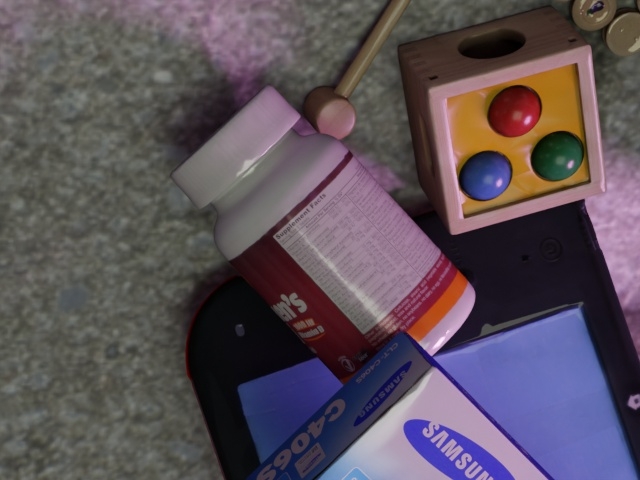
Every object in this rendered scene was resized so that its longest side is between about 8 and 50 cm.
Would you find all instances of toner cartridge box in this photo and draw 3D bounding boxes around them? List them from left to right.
[{"bbox_3d":[0.120,0.240,1.425,0.165,0.075,0.348,-45,114,2],"label":"toner cartridge box"}]

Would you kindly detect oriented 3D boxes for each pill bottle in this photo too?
[{"bbox_3d":[0.000,0.000,1.445,0.121,0.121,0.221,-42,96,9],"label":"pill bottle"}]

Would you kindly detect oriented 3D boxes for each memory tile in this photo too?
[{"bbox_3d":[0.220,-0.215,1.488,0.148,0.012,0.113,36,104,-29],"label":"memory tile"}]

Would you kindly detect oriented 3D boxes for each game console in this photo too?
[{"bbox_3d":[0.101,0.175,1.536,0.342,0.060,0.386,-18,89,-4],"label":"game console"}]

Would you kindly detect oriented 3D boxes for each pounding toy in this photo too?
[{"bbox_3d":[0.097,-0.101,1.468,0.206,0.094,0.181,-16,121,-7],"label":"pounding toy"}]
